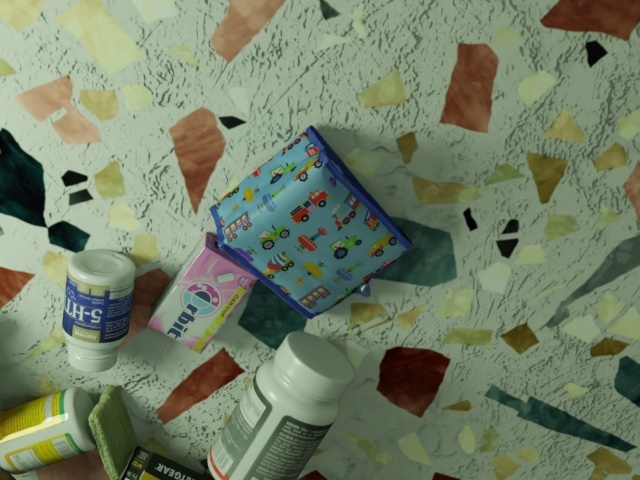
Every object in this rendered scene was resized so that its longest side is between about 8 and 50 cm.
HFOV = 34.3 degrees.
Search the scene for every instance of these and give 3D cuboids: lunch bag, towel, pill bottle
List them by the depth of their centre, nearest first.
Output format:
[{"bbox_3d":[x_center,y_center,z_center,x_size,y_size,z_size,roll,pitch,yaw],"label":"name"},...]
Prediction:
[{"bbox_3d":[0.000,0.000,1.703,0.221,0.138,0.293,-38,121,10],"label":"lunch bag"},{"bbox_3d":[-0.373,0.120,1.728,0.112,0.112,0.187,7,114,-7],"label":"pill bottle"},{"bbox_3d":[-0.066,0.310,1.811,0.161,0.161,0.283,26,110,-15],"label":"pill bottle"},{"bbox_3d":[-0.503,0.342,1.818,0.208,0.117,0.118,-20,114,6],"label":"pill bottle"},{"bbox_3d":[-0.368,0.342,1.834,0.027,0.110,0.148,-7,116,13],"label":"towel"}]

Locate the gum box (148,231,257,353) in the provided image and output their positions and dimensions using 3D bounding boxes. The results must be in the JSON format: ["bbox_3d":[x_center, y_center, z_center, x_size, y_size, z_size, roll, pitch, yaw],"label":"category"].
[{"bbox_3d":[-0.195,0.086,1.752,0.107,0.062,0.188,32,109,-17],"label":"gum box"}]

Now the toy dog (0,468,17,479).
[{"bbox_3d":[-0.687,0.513,1.769,0.407,0.284,0.395,-13,96,23],"label":"toy dog"}]

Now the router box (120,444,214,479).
[{"bbox_3d":[-0.244,0.542,1.859,0.309,0.081,0.243,32,74,-27],"label":"router box"}]
